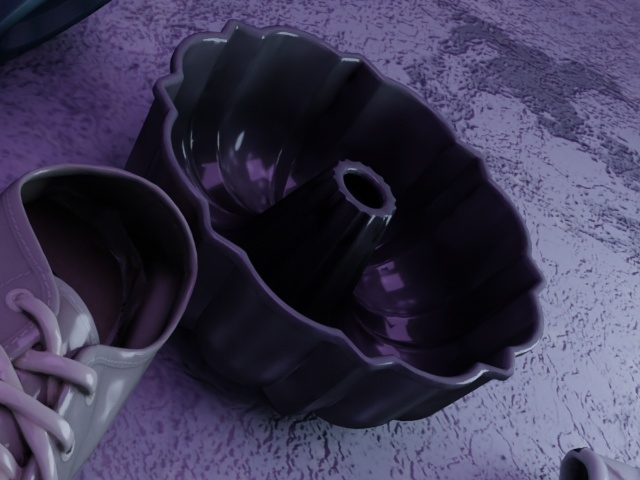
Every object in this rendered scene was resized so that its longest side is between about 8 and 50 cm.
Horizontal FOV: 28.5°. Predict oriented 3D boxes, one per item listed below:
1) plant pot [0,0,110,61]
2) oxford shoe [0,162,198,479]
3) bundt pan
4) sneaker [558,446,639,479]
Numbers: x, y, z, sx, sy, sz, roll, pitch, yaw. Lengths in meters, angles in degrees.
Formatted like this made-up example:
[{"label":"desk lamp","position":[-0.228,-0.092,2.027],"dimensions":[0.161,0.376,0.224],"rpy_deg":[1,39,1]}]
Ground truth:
[{"label":"plant pot","position":[-0.242,-0.272,0.883],"dimensions":[0.255,0.272,0.272],"rpy_deg":[57,35,-5]},{"label":"oxford shoe","position":[-0.182,0.093,0.620],"dimensions":[0.169,0.130,0.449],"rpy_deg":[53,33,-18]},{"label":"bundt pan","position":[0.000,0.000,0.917],"dimensions":[0.331,0.124,0.330],"rpy_deg":[25,38,-21]},{"label":"sneaker","position":[0.185,0.244,0.880],"dimensions":[0.091,0.094,0.258],"rpy_deg":[23,30,5]}]
